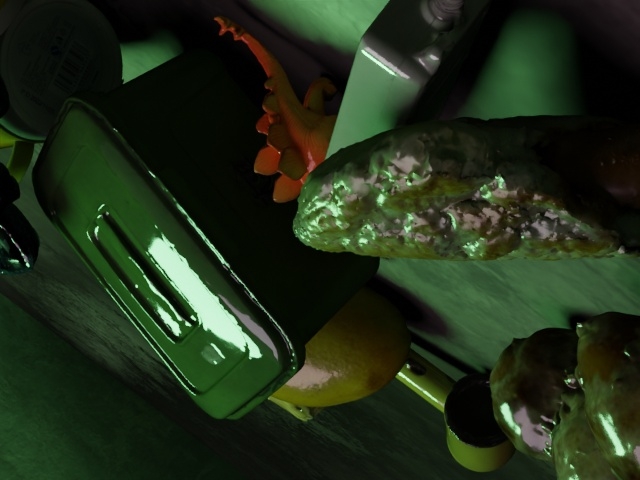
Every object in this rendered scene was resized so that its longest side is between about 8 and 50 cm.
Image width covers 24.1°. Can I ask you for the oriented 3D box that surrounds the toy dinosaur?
[{"bbox_3d":[0.004,-0.076,1.303,0.288,0.117,0.070,36,164,-12],"label":"toy dinosaur"}]

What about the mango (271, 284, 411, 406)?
[{"bbox_3d":[-0.021,0.109,1.765,0.254,0.139,0.175,28,120,21],"label":"mango"}]

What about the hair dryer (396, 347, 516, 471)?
[{"bbox_3d":[0.122,0.167,1.820,0.279,0.090,0.135,37,167,18],"label":"hair dryer"}]

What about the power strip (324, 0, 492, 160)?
[{"bbox_3d":[0.060,-0.115,1.123,0.058,0.098,0.338,37,163,5],"label":"power strip"}]

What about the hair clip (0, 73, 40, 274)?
[{"bbox_3d":[-0.408,-0.075,1.447,0.310,0.194,0.206,47,146,6],"label":"hair clip"}]

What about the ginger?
[{"bbox_3d":[0.292,0.167,1.323,0.256,0.176,0.375,51,163,3],"label":"ginger"}]

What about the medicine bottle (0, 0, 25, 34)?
[{"bbox_3d":[-0.386,-0.311,1.262,0.208,0.208,0.339,30,162,19],"label":"medicine bottle"}]

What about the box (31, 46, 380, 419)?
[{"bbox_3d":[-0.110,-0.010,1.462,0.328,0.178,0.253,52,149,3],"label":"box"}]

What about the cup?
[{"bbox_3d":[-0.330,-0.154,1.563,0.185,0.241,0.226,5,180,-43],"label":"cup"}]

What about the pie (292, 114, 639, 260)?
[{"bbox_3d":[0.121,-0.026,1.078,0.274,0.105,0.257,0,169,-8],"label":"pie"}]

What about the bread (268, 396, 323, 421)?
[{"bbox_3d":[-0.072,0.140,2.052,0.136,0.107,0.241,23,159,44],"label":"bread"}]
